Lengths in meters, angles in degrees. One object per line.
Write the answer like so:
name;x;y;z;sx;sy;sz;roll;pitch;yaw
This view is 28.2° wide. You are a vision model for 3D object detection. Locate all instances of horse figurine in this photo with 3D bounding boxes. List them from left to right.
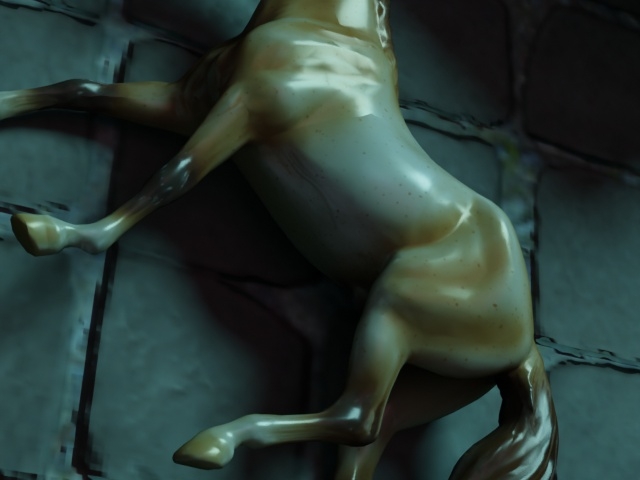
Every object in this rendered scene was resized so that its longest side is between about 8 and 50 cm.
horse figurine;0.000;0.000;0.419;0.174;0.066;0.263;-31;82;-27
